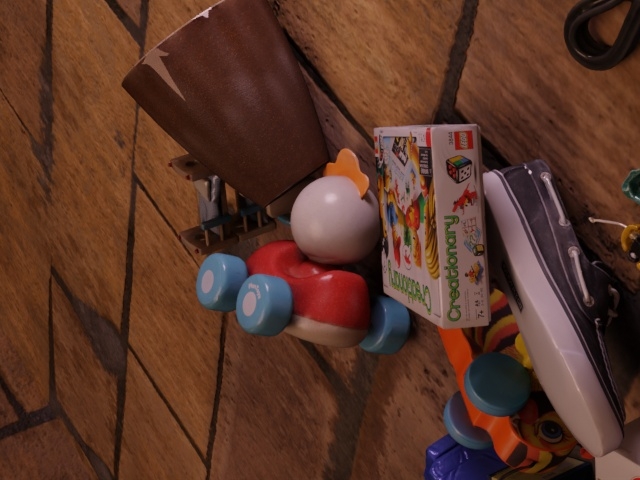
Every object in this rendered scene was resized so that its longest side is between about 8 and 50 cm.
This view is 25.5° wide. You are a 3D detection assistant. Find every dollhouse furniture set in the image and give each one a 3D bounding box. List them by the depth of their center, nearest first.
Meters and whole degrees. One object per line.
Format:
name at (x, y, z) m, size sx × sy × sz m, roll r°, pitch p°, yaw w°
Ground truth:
dollhouse furniture set at (-0.106, -0.041, 1.933) m, size 0.183 × 0.129 × 0.129 m, roll 35°, pitch 137°, yaw 49°

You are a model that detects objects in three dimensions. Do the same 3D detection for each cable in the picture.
cable at (0.289, -0.236, 1.178) m, size 0.139 × 0.072 × 0.287 m, roll 38°, pitch 156°, yaw 19°

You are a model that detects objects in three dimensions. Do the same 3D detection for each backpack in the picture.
backpack at (0.174, 0.290, 1.686) m, size 0.101 × 0.098 × 0.120 m, roll 56°, pitch 163°, yaw 36°

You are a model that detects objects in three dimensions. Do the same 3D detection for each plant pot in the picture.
plant pot at (-0.097, -0.164, 1.783) m, size 0.230 × 0.215 × 0.215 m, roll 55°, pitch 153°, yaw -1°

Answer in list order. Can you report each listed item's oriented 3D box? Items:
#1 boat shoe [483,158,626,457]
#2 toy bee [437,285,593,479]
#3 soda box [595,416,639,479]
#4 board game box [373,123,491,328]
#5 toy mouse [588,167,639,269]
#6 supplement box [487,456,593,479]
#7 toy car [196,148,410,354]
boat shoe at (0.243, 0.058, 1.378) m, size 0.108 × 0.102 × 0.301 m, roll 92°, pitch 157°, yaw -67°
toy bee at (0.215, 0.186, 1.509) m, size 0.195 × 0.162 × 0.298 m, roll 136°, pitch 136°, yaw -69°
soda box at (0.357, 0.245, 1.330) m, size 0.216 × 0.073 × 0.069 m, roll 29°, pitch 133°, yaw 52°
board game box at (0.111, -0.024, 1.474) m, size 0.305 × 0.053 × 0.193 m, roll -153°, pitch 59°, yaw -81°
toy mouse at (0.320, -0.021, 1.263) m, size 0.161 × 0.031 × 0.143 m, roll 51°, pitch 148°, yaw 32°
supplement box at (0.245, 0.277, 1.553) m, size 0.083 × 0.083 × 0.056 m, roll 7°, pitch 114°, yaw 62°
toy car at (0.000, 0.000, 1.752) m, size 0.210 × 0.219 × 0.238 m, roll 23°, pitch 99°, yaw 56°
